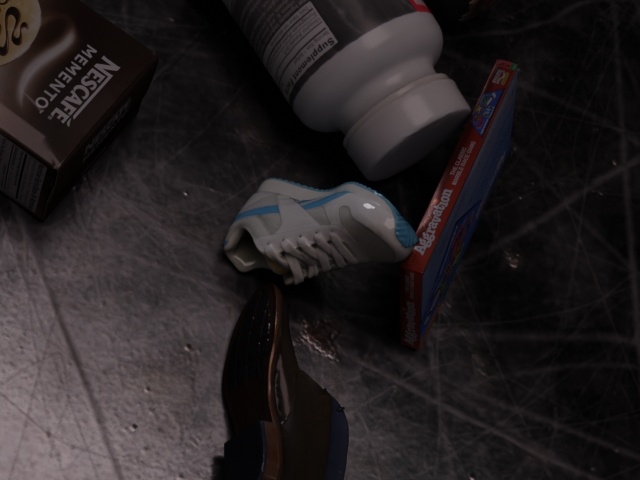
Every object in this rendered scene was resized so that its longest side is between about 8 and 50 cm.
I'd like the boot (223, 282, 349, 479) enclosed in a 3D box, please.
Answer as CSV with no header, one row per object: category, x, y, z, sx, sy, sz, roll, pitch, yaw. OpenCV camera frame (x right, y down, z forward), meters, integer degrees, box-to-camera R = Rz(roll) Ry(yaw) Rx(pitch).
boot,-0.031,0.152,1.188,0.106,0.082,0.219,26,52,-33

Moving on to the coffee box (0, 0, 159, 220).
coffee box,-0.329,-0.182,1.196,0.297,0.119,0.168,35,60,-1

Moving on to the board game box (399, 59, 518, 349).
board game box,0.144,-0.039,1.286,0.027,0.145,0.281,17,58,17

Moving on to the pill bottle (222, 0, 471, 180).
pill bottle,0.017,-0.227,1.309,0.176,0.176,0.319,-27,77,-28

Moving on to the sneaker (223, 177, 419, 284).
sneaker,0.000,0.000,1.186,0.092,0.228,0.087,-53,122,-24

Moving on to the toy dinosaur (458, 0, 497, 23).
toy dinosaur,0.145,-0.364,1.460,0.200,0.127,0.296,17,44,-24
